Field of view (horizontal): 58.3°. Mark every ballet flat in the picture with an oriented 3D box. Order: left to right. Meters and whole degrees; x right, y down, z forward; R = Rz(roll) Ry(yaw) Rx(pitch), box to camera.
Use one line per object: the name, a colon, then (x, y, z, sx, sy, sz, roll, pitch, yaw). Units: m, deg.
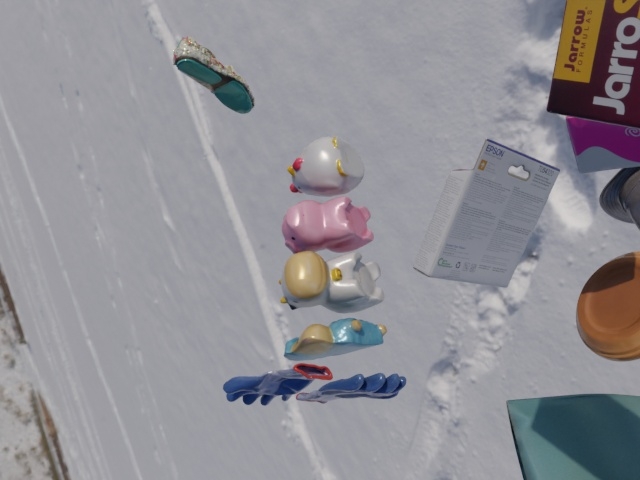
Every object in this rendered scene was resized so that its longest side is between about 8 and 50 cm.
ballet flat: (-0.226, -0.370, 1.270, 0.091, 0.241, 0.077, -14, 65, 26)

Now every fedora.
fedora: (0.722, -0.083, 1.150, 0.275, 0.244, 0.124, -44, 31, 39)

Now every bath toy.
bath toy: (0.000, 0.000, 0.862, 0.129, 0.151, 0.348, -24, 56, 34)

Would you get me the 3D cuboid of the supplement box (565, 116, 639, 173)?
supplement box: (0.421, -0.215, 0.816, 0.114, 0.220, 0.111, -3, 141, 34)

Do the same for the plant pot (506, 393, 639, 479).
plant pot: (0.421, 0.326, 0.858, 0.165, 0.234, 0.165, 62, -161, -48)

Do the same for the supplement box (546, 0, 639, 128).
supplement box: (0.245, -0.115, 0.339, 0.188, 0.081, 0.104, 28, 125, 47)

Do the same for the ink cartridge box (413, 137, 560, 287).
ink cartridge box: (0.399, -0.056, 1.362, 0.071, 0.324, 0.330, 32, 107, 48)

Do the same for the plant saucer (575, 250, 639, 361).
plant saucer: (0.512, 0.104, 0.969, 0.200, 0.037, 0.200, -50, 24, 31)

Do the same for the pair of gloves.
pair of gloves: (-0.003, 0.170, 0.652, 0.159, 0.198, 0.023, -30, 53, 47)
